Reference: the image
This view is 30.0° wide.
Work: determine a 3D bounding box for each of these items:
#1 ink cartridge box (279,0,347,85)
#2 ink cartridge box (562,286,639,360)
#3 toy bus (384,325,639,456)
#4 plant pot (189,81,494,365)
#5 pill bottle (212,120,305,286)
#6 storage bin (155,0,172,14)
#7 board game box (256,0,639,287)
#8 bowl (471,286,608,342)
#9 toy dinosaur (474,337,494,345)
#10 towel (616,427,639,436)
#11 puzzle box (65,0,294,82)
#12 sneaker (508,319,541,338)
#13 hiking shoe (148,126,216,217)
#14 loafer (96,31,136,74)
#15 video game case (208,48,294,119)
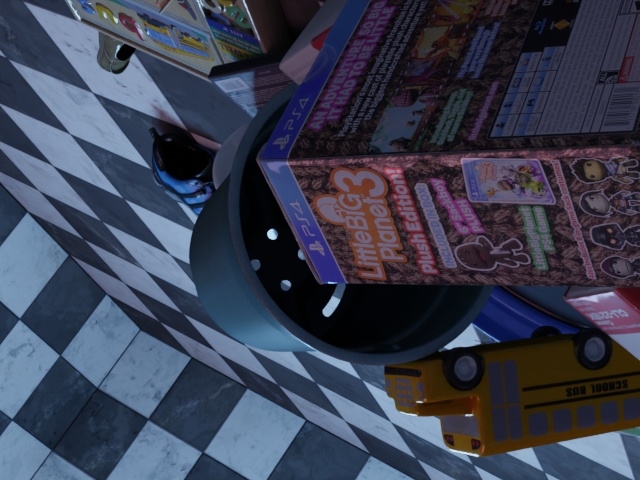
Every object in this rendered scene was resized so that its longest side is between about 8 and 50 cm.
[{"bbox_3d":[0.136,-0.153,1.256,0.306,0.131,0.226,41,161,-13],"label":"ink cartridge box"},{"bbox_3d":[0.413,0.057,1.185,0.273,0.197,0.114,38,164,-7],"label":"ink cartridge box"},{"bbox_3d":[0.246,0.175,1.419,0.332,0.130,0.108,-6,180,-24],"label":"toy bus"},{"bbox_3d":[0.000,0.000,1.484,0.341,0.341,0.334,38,158,-10],"label":"plant pot"},{"bbox_3d":[-0.048,-0.048,1.828,0.161,0.161,0.283,26,161,27],"label":"pill bottle"},{"bbox_3d":[-0.234,-0.386,1.269,0.262,0.123,0.260,30,164,-15],"label":"storage bin"},{"bbox_3d":[0.138,-0.093,0.933,0.291,0.232,0.141,0,135,29],"label":"board game box"},{"bbox_3d":[0.288,0.056,1.623,0.391,0.077,0.391,32,162,11],"label":"bowl"},{"bbox_3d":[0.296,0.149,1.956,0.090,0.047,0.082,-28,111,34],"label":"toy dinosaur"},{"bbox_3d":[0.475,0.256,1.757,0.247,0.038,0.325,15,166,-17],"label":"towel"},{"bbox_3d":[-0.213,-0.322,1.588,0.408,0.052,0.272,26,162,25],"label":"puzzle box"},{"bbox_3d":[0.335,0.144,1.805,0.119,0.057,0.047,24,158,28],"label":"sneaker"},{"bbox_3d":[-0.180,-0.077,2.075,0.304,0.113,0.132,31,163,14],"label":"hiking shoe"},{"bbox_3d":[-0.312,-0.293,1.840,0.050,0.056,0.148,39,164,8],"label":"loafer"},{"bbox_3d":[0.009,-0.151,1.556,0.196,0.026,0.274,-4,147,42],"label":"video game case"}]
